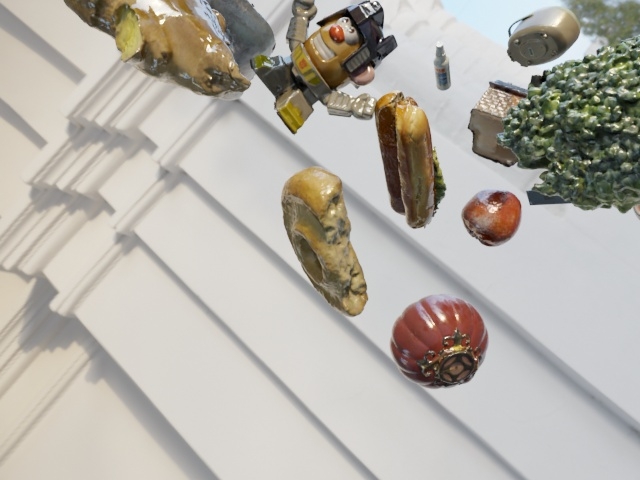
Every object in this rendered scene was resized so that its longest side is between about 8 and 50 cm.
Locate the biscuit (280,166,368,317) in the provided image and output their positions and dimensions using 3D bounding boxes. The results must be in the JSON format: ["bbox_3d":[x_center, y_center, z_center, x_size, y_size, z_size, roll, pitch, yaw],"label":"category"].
[{"bbox_3d":[-0.001,0.001,0.908,0.091,0.213,0.274,-28,-65,-17],"label":"biscuit"}]

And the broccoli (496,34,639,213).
[{"bbox_3d":[0.410,-0.132,0.685,0.245,0.288,0.248,30,-70,-37],"label":"broccoli"}]

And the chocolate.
[{"bbox_3d":[-0.229,-0.441,1.167,0.100,0.185,0.303,-52,13,-30],"label":"chocolate"}]

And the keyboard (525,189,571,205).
[{"bbox_3d":[0.740,-0.143,1.618,0.014,0.055,0.176,-28,12,-21],"label":"keyboard"}]

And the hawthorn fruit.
[{"bbox_3d":[0.500,-0.071,1.451,0.173,0.173,0.173,-43,-18,-18],"label":"hawthorn fruit"}]

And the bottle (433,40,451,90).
[{"bbox_3d":[0.446,-0.641,1.838,0.060,0.060,0.217,-47,-29,-8],"label":"bottle"}]

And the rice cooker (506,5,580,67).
[{"bbox_3d":[0.633,-0.582,1.440,0.127,0.145,0.206,-54,26,-20],"label":"rice cooker"}]

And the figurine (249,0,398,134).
[{"bbox_3d":[0.012,-0.372,1.034,0.309,0.308,0.143,-53,6,12],"label":"figurine"}]

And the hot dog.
[{"bbox_3d":[0.190,-0.153,1.038,0.100,0.135,0.337,-30,-44,-10],"label":"hot dog"}]

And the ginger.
[{"bbox_3d":[-0.203,-0.287,0.711,0.123,0.270,0.219,-45,-2,38],"label":"ginger"}]

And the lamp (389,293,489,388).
[{"bbox_3d":[0.362,0.308,1.530,0.303,0.303,0.257,-53,25,13],"label":"lamp"}]

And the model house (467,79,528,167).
[{"bbox_3d":[0.497,-0.324,1.327,0.172,0.166,0.183,-57,-21,-20],"label":"model house"}]

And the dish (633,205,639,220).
[{"bbox_3d":[0.885,-0.120,1.287,0.090,0.214,0.213,0,-39,-20],"label":"dish"}]
